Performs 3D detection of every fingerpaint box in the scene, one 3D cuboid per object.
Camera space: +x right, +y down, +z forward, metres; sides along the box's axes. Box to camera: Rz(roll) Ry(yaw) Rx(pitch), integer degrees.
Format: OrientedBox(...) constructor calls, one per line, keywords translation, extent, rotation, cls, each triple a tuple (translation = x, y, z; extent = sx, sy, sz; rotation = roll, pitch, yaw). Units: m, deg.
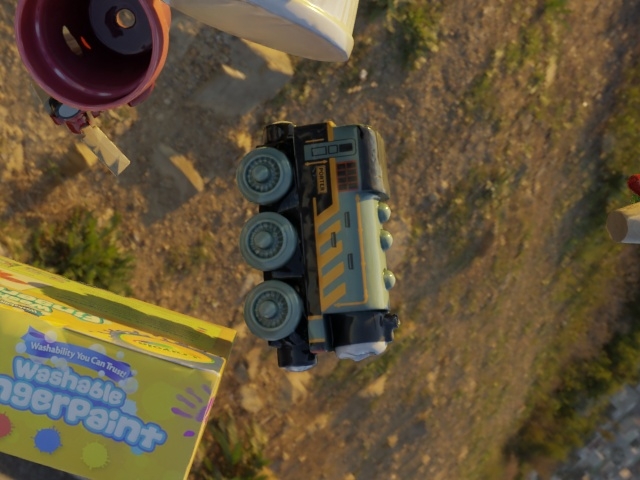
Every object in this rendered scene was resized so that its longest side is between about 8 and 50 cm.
OrientedBox(translation=(-0.349, 0.145, 1.061), extent=(0.371, 0.445, 0.163), rotation=(-163, -89, -86), cls="fingerpaint box")

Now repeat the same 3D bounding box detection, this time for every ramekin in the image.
OrientedBox(translation=(-0.073, -0.322, 1.003), extent=(0.273, 0.273, 0.127), rotation=(15, 96, -54), cls="ramekin")

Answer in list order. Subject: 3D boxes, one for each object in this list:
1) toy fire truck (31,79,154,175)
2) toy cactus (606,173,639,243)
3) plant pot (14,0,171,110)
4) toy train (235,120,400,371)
OrientedBox(translation=(-0.425, -0.268, 1.660), extent=(0.217, 0.158, 0.246), rotation=(-31, 159, -12), cls="toy fire truck")
OrientedBox(translation=(0.389, -0.032, 0.881), extent=(0.181, 0.219, 0.112), rotation=(-7, 115, -22), cls="toy cactus")
OrientedBox(translation=(-0.299, -0.304, 1.176), extent=(0.201, 0.201, 0.180), rotation=(-59, -174, 26), cls="plant pot")
OrientedBox(translation=(0.000, 0.000, 1.084), extent=(0.190, 0.333, 0.142), rotation=(-7, 170, 15), cls="toy train")
